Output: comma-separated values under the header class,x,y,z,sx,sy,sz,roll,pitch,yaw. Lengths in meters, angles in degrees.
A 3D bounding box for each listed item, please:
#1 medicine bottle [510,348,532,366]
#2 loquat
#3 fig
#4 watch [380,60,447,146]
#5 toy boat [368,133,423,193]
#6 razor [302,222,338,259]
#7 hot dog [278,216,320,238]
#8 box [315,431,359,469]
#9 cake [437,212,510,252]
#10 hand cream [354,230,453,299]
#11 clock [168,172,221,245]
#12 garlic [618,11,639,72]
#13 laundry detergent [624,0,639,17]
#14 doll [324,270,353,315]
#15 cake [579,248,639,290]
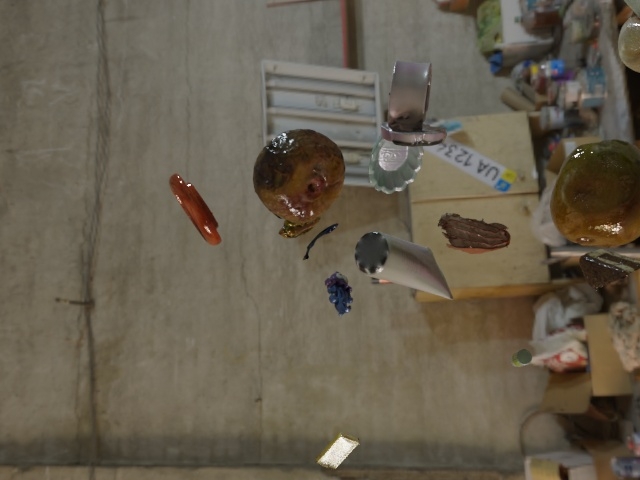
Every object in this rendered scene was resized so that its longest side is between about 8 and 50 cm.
class,x,y,z,sx,sy,sz,roll,pitch,yaw
medicine bottle,0.597,0.353,1.844,0.083,0.047,0.047,87,-177,-72
loquat,0.755,-0.122,1.655,0.276,0.275,0.284,17,-107,-82
fig,-0.093,-0.220,1.916,0.368,0.286,0.286,-137,37,-60
watch,0.274,-0.390,1.762,0.244,0.196,0.231,-57,-26,-69
toy boat,0.256,-0.306,2.147,0.100,0.199,0.290,-114,28,-47
razor,-0.004,-0.003,1.870,0.028,0.154,0.044,44,168,-7
hot dog,-0.068,-0.067,2.190,0.115,0.072,0.269,-59,-12,27
box,0.053,0.664,1.948,0.149,0.073,0.020,-53,24,23
cake,0.424,-0.019,1.716,0.287,0.135,0.098,9,-101,-46
hand cream,0.241,0.065,1.727,0.358,0.118,0.186,17,-139,-45
clock,-0.306,-0.077,1.531,0.205,0.051,0.205,52,168,15
garlic,0.939,-0.568,1.768,0.245,0.145,0.164,-98,3,-54
laundry detergent,0.745,-0.538,1.350,0.398,0.124,0.264,49,-142,-3
doll,0.066,0.176,2.067,0.110,0.067,0.206,29,-147,-28
cake,1.000,0.076,2.134,0.246,0.112,0.135,89,155,-75
